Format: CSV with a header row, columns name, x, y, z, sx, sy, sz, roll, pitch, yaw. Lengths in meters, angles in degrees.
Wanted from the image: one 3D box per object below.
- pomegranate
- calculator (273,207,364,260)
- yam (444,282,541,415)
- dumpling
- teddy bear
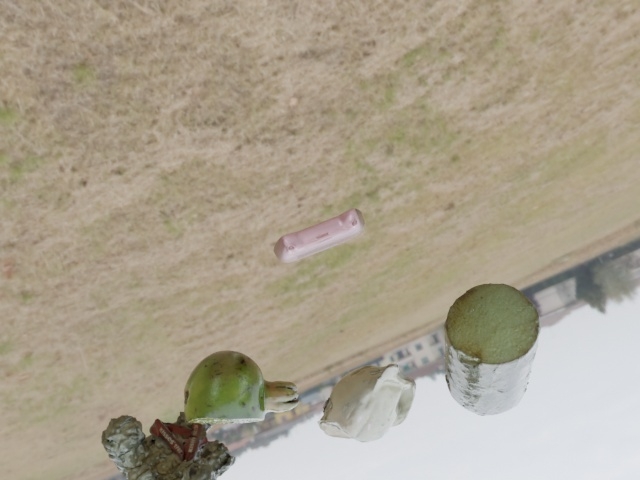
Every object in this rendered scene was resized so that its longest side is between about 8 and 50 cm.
name,x,y,z,sx,sy,sz,roll,pitch,yaw
pomegranate,-0.182,0.323,1.323,0.241,0.159,0.190,-7,160,21
calculator,0.000,0.000,1.391,0.220,0.048,0.329,-22,174,-3
yam,0.309,0.211,1.104,0.161,0.161,0.268,-22,142,-6
dumpling,0.091,0.296,1.070,0.199,0.136,0.118,-48,-163,25
teddy bear,-0.365,0.612,1.609,0.368,0.224,0.357,20,-170,42
